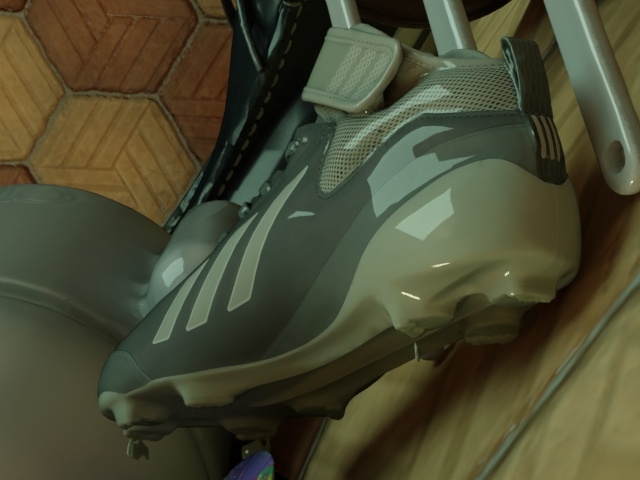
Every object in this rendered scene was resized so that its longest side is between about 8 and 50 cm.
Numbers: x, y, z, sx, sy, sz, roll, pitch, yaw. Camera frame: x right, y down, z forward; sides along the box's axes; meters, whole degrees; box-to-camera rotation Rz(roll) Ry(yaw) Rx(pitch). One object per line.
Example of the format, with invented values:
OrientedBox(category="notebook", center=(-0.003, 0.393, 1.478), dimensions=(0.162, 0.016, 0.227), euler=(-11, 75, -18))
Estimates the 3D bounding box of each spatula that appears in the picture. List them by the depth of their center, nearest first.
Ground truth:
OrientedBox(category="spatula", center=(0.036, -0.093, 0.510), dimensions=(0.168, 0.019, 0.242), euler=(-49, 49, 53))

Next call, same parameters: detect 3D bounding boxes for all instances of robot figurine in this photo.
OrientedBox(category="robot figurine", center=(-0.140, 0.094, 0.682), dimensions=(0.300, 0.200, 0.353), euler=(-45, 11, 10))

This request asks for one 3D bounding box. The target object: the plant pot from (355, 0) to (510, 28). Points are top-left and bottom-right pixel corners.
OrientedBox(category="plant pot", center=(0.069, -0.184, 0.621), dimensions=(0.167, 0.167, 0.165), euler=(-61, 16, -15))

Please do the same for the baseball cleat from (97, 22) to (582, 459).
OrientedBox(category="baseball cleat", center=(0.000, 0.000, 0.485), dimensions=(0.206, 0.072, 0.109), euler=(-24, 62, 43))

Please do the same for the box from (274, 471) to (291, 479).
OrientedBox(category="box", center=(-0.055, 0.178, 0.451), dimensions=(0.225, 0.036, 0.136), euler=(-61, 8, -5))

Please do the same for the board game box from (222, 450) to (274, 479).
OrientedBox(category="board game box", center=(-0.071, 0.130, 0.470), dimensions=(0.168, 0.033, 0.133), euler=(-60, 7, -9))

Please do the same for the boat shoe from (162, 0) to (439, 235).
OrientedBox(category="boat shoe", center=(0.006, -0.159, 0.903), dimensions=(0.500, 0.156, 0.187), euler=(-60, 9, 7))
